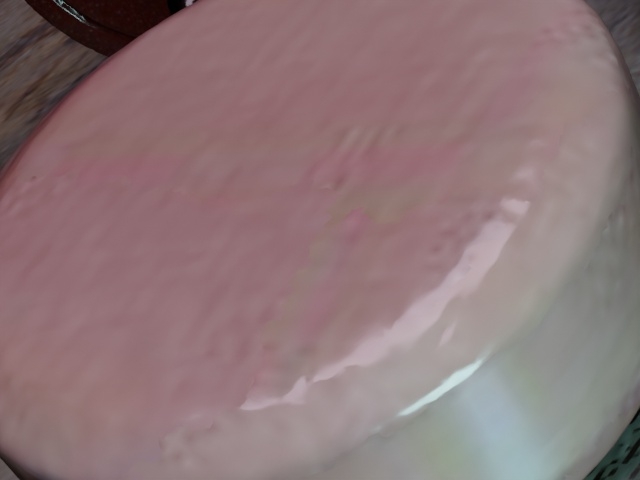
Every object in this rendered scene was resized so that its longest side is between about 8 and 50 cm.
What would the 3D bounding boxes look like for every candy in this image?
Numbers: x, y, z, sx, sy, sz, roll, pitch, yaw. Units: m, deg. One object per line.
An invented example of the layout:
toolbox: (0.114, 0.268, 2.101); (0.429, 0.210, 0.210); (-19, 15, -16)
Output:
candy: (0.000, 0.000, 0.636); (0.255, 0.094, 0.255); (-17, 42, 16)

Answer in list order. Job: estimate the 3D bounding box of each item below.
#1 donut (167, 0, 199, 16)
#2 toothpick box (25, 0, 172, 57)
donut: (-0.009, -0.118, 0.898); (0.140, 0.059, 0.140); (-17, 59, 30)
toothpick box: (-0.054, -0.261, 1.091); (0.204, 0.204, 0.333); (-15, 29, 21)
